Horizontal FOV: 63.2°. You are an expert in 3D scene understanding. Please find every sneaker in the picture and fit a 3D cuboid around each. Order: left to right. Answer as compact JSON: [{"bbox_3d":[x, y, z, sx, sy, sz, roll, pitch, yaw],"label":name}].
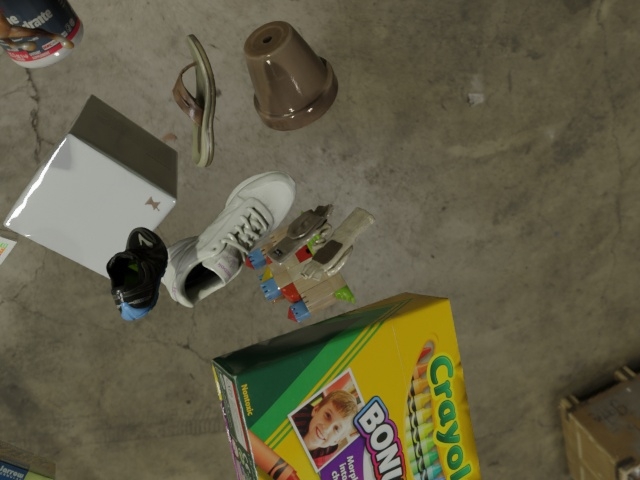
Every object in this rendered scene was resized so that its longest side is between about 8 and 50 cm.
[{"bbox_3d":[-0.278,0.035,0.790,0.067,0.188,0.078,-16,128,2],"label":"sneaker"},{"bbox_3d":[-0.148,0.004,0.930,0.305,0.152,0.114,-43,124,-3],"label":"sneaker"}]

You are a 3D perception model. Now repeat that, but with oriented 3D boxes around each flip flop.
[{"bbox_3d":[-0.271,-0.287,1.099,0.080,0.112,0.276,-6,122,-22],"label":"flip flop"}]

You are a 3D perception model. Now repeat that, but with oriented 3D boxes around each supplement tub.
[{"bbox_3d":[-0.689,-0.551,1.174,0.191,0.191,0.272,-27,146,-4],"label":"supplement tub"}]

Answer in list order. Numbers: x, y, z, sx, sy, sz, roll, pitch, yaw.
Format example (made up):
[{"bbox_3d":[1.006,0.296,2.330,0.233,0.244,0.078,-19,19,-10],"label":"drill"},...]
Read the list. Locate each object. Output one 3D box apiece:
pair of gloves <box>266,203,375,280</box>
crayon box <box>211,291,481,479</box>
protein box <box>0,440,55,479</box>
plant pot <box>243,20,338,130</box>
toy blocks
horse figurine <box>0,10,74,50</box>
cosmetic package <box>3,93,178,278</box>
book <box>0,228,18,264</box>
[{"bbox_3d":[0.000,0.000,1.202,0.204,0.240,0.042,-51,125,-15],"label":"pair of gloves"},{"bbox_3d":[0.055,0.286,0.689,0.313,0.106,0.362,-15,97,-26],"label":"crayon box"},{"bbox_3d":[-0.562,0.461,0.871,0.136,0.200,0.201,30,66,-17],"label":"protein box"},{"bbox_3d":[-0.107,-0.483,1.483,0.263,0.263,0.229,-35,143,1],"label":"plant pot"},{"bbox_3d":[-0.088,0.107,1.700,0.261,0.381,0.190,-28,155,-4],"label":"toy blocks"},{"bbox_3d":[-0.418,-0.223,0.585,0.263,0.174,0.066,-24,85,7],"label":"horse figurine"},{"bbox_3d":[-0.649,-0.168,1.548,0.327,0.393,0.329,35,105,-29],"label":"cosmetic package"},{"bbox_3d":[-0.985,0.014,1.562,0.096,0.035,0.144,22,134,-39],"label":"book"}]
